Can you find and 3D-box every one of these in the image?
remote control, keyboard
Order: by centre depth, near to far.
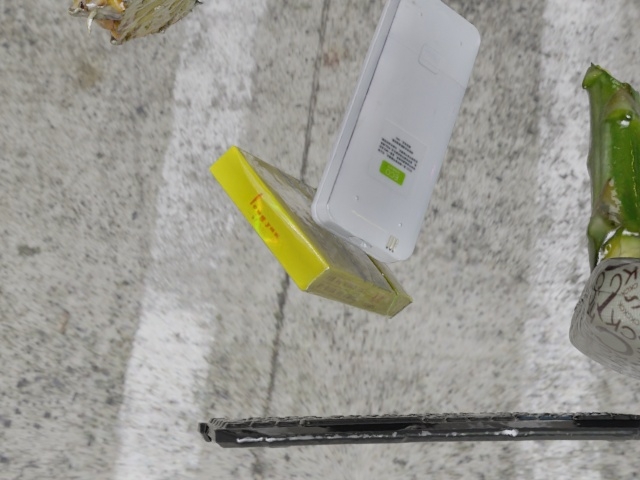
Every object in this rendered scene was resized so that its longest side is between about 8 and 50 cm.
[{"bbox_3d":[0.063,0.109,0.640,0.262,0.106,0.016,2,82,-13],"label":"keyboard"},{"bbox_3d":[0.072,-0.108,0.989,0.103,0.034,0.250,29,68,-27],"label":"remote control"}]

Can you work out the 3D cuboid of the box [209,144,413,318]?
[{"bbox_3d":[0.000,0.000,1.096,0.041,0.279,0.153,-42,70,10],"label":"box"}]

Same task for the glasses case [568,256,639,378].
[{"bbox_3d":[0.267,0.069,0.852,0.137,0.354,0.085,19,86,12],"label":"glasses case"}]

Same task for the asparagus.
[{"bbox_3d":[0.356,-0.095,1.313,0.082,0.085,0.343,37,48,-32],"label":"asparagus"}]

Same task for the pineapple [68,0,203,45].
[{"bbox_3d":[-0.264,-0.372,1.190,0.286,0.344,0.209,46,63,2],"label":"pineapple"}]
